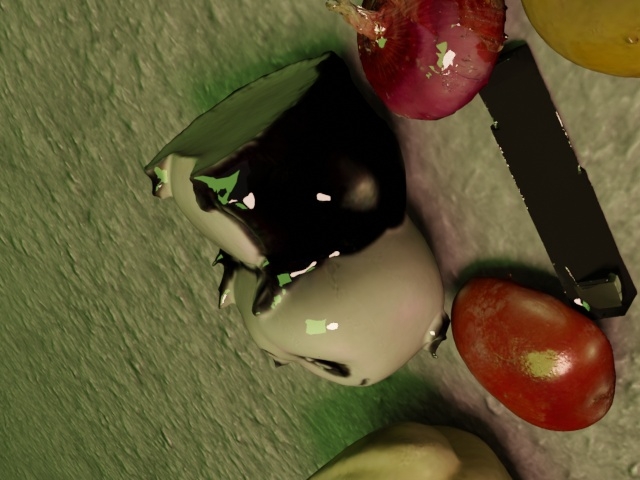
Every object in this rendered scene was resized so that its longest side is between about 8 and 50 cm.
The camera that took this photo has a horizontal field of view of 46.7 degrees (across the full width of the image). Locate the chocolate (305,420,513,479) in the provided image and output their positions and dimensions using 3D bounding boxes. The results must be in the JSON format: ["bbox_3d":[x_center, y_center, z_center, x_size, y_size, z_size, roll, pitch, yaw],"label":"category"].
[{"bbox_3d":[0.088,0.369,0.855,0.297,0.326,0.314,55,170,-9],"label":"chocolate"}]

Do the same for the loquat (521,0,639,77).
[{"bbox_3d":[0.221,-0.181,0.485,0.172,0.149,0.204,-19,116,41],"label":"loquat"}]

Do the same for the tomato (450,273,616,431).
[{"bbox_3d":[0.198,0.123,0.740,0.174,0.082,0.166,26,150,36],"label":"tomato"}]

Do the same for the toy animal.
[{"bbox_3d":[0.000,0.000,0.747,0.251,0.251,0.310,-6,127,42],"label":"toy animal"}]

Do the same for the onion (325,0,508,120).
[{"bbox_3d":[0.067,-0.179,0.609,0.150,0.140,0.150,-5,83,48],"label":"onion"}]

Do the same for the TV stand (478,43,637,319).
[{"bbox_3d":[0.210,-0.047,0.665,0.049,0.040,0.256,-14,108,45],"label":"TV stand"}]
